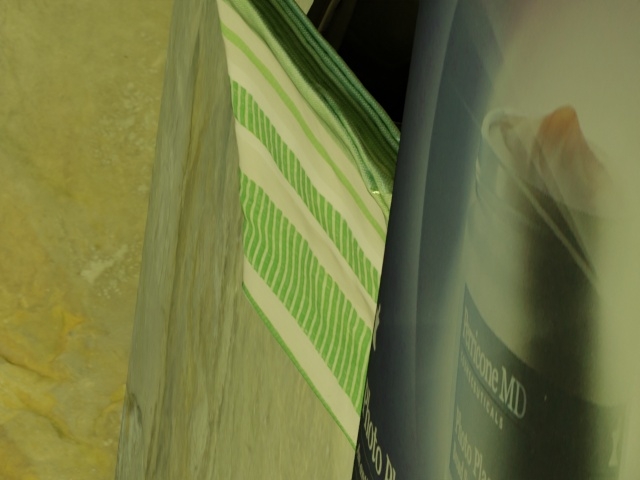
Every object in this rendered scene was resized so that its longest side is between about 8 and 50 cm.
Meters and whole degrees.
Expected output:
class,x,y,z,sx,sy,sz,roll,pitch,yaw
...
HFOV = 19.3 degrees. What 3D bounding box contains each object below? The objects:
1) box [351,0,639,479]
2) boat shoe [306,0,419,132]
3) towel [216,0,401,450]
class,x,y,z,sx,sy,sz,roll,pitch,yaw
box,0.130,0.030,0.528,0.296,0.182,0.294,-115,30,-64
boat shoe,0.046,-0.120,1.088,0.095,0.112,0.335,-81,5,-50
towel,0.000,0.000,1.129,0.248,0.038,0.325,54,162,36
